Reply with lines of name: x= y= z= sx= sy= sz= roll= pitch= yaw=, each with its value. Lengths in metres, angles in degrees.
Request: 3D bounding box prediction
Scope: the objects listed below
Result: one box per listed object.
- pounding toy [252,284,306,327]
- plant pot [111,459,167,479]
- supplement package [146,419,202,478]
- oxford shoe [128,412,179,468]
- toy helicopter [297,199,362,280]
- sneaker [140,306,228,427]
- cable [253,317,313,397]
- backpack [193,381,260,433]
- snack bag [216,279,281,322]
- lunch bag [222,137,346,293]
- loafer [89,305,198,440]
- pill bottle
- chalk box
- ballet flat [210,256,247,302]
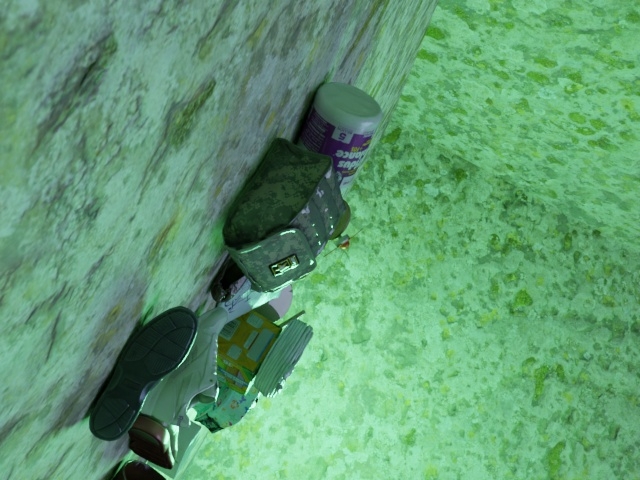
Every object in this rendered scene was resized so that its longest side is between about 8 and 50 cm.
pounding toy: x=-0.183 y=0.196 z=1.902 sx=0.183 sy=0.237 sz=0.110 roll=-39 pitch=-153 yaw=-24
plant pot: x=-0.494 y=0.717 z=1.442 sx=0.230 sy=0.215 sz=0.215 roll=-46 pitch=174 yaw=-5
supplement package: x=-0.462 y=0.646 z=1.811 sx=0.179 sy=0.105 sz=0.105 roll=-65 pitch=174 yaw=36
oxford shoe: x=-0.393 y=0.476 z=1.434 sx=0.348 sy=0.123 sz=0.130 roll=115 pitch=0 yaw=-54
toy helicopter: x=0.000 y=0.000 z=2.160 sx=0.355 sy=0.235 sz=0.140 roll=-61 pitch=176 yaw=8
sneaker: x=-0.282 y=0.294 z=1.335 sx=0.305 sy=0.152 sz=0.114 roll=-60 pitch=174 yaw=-36
cable: x=-0.115 y=0.363 z=1.774 sx=0.257 sy=0.089 sz=0.257 roll=-57 pitch=176 yaw=-37
backpack: x=-0.319 y=0.532 z=1.988 sx=0.253 sy=0.191 sz=0.225 roll=-29 pitch=-159 yaw=45
snack bag: x=-0.159 y=0.106 z=1.624 sx=0.323 sy=0.037 sz=0.343 roll=-25 pitch=152 yaw=-51
lunch bag: x=-0.079 y=-0.033 z=1.251 sx=0.287 sy=0.168 sz=0.235 roll=-58 pitch=158 yaw=-18
loafer: x=-0.317 y=0.223 z=1.022 sx=0.268 sy=0.096 sz=0.084 roll=-54 pitch=-165 yaw=-4
pill bottle: x=0.022 y=-0.221 z=1.426 sx=0.169 sy=0.169 sz=0.302 roll=-56 pitch=173 yaw=-51
chalk box: x=-0.259 y=0.357 z=1.822 sx=0.180 sy=0.179 sz=0.289 roll=-58 pitch=174 yaw=-33
ballet flat: x=-0.182 y=0.040 z=1.376 sx=0.250 sy=0.084 sz=0.058 roll=-55 pitch=176 yaw=-4
